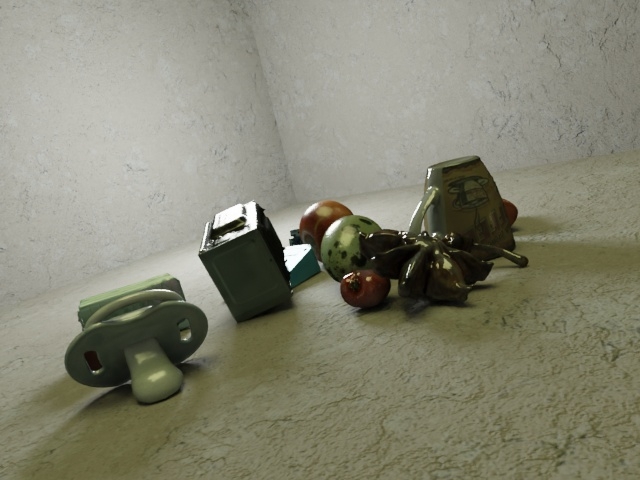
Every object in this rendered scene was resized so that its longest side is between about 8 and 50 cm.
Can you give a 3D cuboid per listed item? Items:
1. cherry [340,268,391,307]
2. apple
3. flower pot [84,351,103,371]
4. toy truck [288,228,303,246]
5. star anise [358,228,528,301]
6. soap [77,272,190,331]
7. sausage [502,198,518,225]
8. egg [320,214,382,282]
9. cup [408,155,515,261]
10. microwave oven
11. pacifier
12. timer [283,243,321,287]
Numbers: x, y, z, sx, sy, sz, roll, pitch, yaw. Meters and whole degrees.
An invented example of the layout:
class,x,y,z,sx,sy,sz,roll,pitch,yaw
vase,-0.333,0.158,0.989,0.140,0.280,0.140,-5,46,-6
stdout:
class,x,y,z,sx,sy,sz,roll,pitch,yaw
cherry,0.107,0.108,1.229,0.126,0.087,0.106,2,-1,-30
apple,0.030,-0.031,1.758,0.162,0.201,0.201,-32,16,-23
flower pot,-0.502,0.255,1.244,0.111,0.089,0.111,-13,9,2
toy truck,0.000,0.000,1.958,0.257,0.108,0.140,-12,-4,32
star anise,0.248,0.061,1.195,0.359,0.139,0.316,18,33,20
soap,-0.474,0.188,1.413,0.261,0.150,0.094,-18,7,-19
sausage,0.517,-0.089,1.699,0.113,0.113,0.259,-14,10,3
egg,0.085,0.029,1.443,0.177,0.177,0.228,-10,21,23
cup,0.338,-0.073,1.432,0.301,0.257,0.227,-22,10,-29
microwave oven,-0.191,0.041,1.471,0.181,0.237,0.295,-25,19,0
pacifier,-0.339,0.224,1.056,0.279,0.227,0.207,-18,50,-20
timer,-0.150,0.116,1.673,0.232,0.091,0.250,-6,25,38
